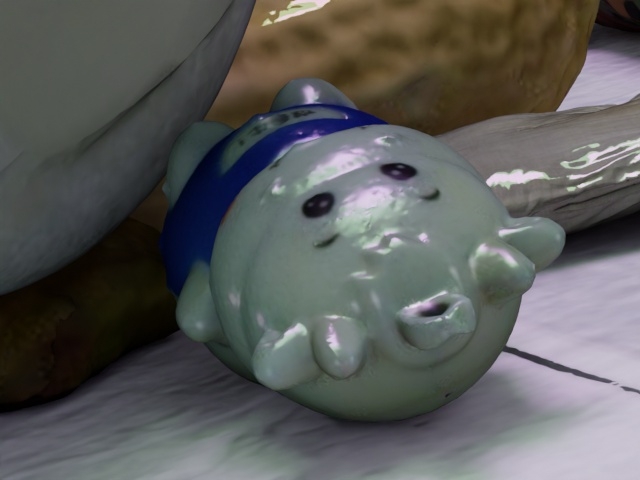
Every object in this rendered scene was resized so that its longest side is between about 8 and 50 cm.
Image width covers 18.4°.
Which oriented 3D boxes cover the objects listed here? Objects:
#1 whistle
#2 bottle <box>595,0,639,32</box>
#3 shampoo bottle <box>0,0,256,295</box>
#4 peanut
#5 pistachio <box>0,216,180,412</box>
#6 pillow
[{"bbox_3d":[0.000,0.000,0.643,0.110,0.092,0.244,-26,17,-10],"label":"whistle"},{"bbox_3d":[0.200,-0.188,1.156,0.143,0.156,0.271,-47,16,-1],"label":"bottle"},{"bbox_3d":[-0.183,-0.134,0.667,0.317,0.322,0.322,21,27,23],"label":"shampoo bottle"},{"bbox_3d":[-0.009,-0.078,0.886,0.305,0.147,0.147,-17,14,-17],"label":"peanut"},{"bbox_3d":[-0.092,0.017,0.750,0.089,0.049,0.173,-8,14,11],"label":"pistachio"},{"bbox_3d":[0.132,-0.039,0.783,0.229,0.050,0.148,-15,7,3],"label":"pillow"}]
